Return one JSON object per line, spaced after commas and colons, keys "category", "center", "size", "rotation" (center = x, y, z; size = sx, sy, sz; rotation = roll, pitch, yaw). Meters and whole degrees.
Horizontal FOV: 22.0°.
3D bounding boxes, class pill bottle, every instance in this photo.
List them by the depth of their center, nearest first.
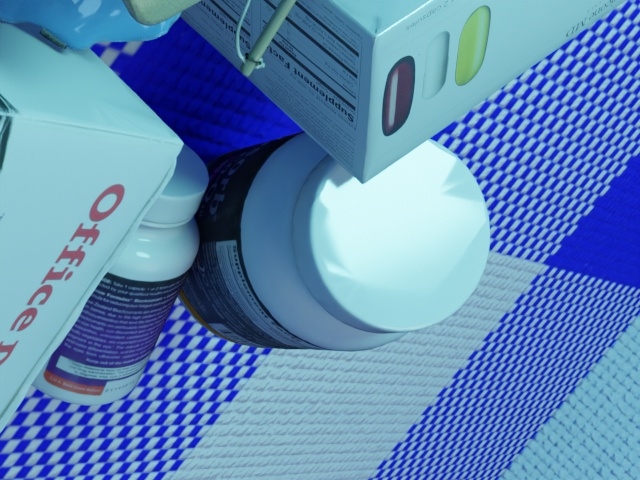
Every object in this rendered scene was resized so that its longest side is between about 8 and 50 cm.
{"category": "pill bottle", "center": [-0.150, 0.017, 1.189], "size": [0.108, 0.108, 0.193], "rotation": [-17, 144, -47]}
{"category": "pill bottle", "center": [0.000, 0.000, 1.193], "size": [0.162, 0.162, 0.278], "rotation": [-36, -169, -21]}

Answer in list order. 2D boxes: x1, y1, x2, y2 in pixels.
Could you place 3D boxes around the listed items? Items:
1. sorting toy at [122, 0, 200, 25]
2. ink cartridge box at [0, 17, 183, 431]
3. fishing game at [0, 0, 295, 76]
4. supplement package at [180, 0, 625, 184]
{"category": "sorting toy", "center": [-0.097, -0.227, 0.795], "size": [0.307, 0.229, 0.041], "rotation": [-34, -170, -25]}
{"category": "ink cartridge box", "center": [-0.299, -0.003, 0.846], "size": [0.285, 0.166, 0.395], "rotation": [-53, 155, 17]}
{"category": "fishing game", "center": [-0.117, -0.189, 0.886], "size": [0.264, 0.041, 0.189], "rotation": [20, 116, -27]}
{"category": "supplement package", "center": [0.060, -0.203, 1.066], "size": [0.262, 0.204, 0.145], "rotation": [-36, 154, -23]}
